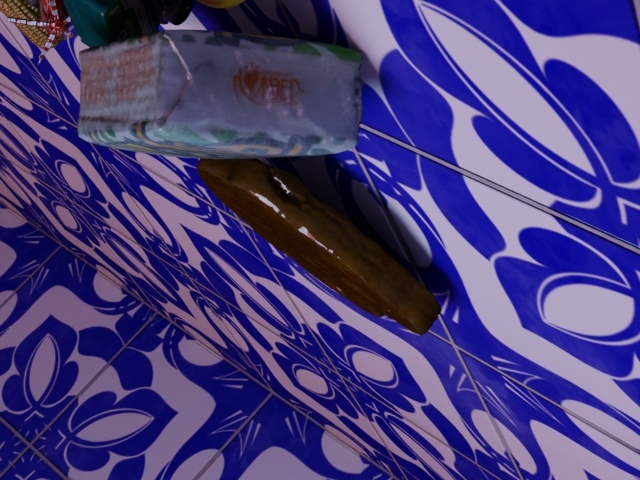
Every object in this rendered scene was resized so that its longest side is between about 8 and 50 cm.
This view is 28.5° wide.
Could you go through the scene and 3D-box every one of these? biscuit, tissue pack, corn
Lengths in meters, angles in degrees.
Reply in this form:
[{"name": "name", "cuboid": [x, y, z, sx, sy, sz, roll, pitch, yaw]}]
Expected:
[{"name": "biscuit", "cuboid": [0.000, 0.000, 1.705, 0.381, 0.074, 0.359, 32, 173, 12]}, {"name": "tissue pack", "cuboid": [-0.119, -0.157, 1.390, 0.228, 0.128, 0.311, 2, -178, -26]}, {"name": "corn", "cuboid": [-0.474, -0.380, 1.945, 0.207, 0.068, 0.068, 51, 162, -24]}]

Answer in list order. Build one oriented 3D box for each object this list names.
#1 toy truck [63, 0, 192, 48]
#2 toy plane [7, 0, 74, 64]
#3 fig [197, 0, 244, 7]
[{"name": "toy truck", "cuboid": [-0.236, -0.303, 1.484, 0.114, 0.124, 0.253, 36, 165, 17]}, {"name": "toy plane", "cuboid": [-0.390, -0.353, 1.766, 0.194, 0.126, 0.077, 59, -175, -47]}, {"name": "fig", "cuboid": [-0.107, -0.288, 1.201, 0.136, 0.120, 0.153, 44, 164, -22]}]
